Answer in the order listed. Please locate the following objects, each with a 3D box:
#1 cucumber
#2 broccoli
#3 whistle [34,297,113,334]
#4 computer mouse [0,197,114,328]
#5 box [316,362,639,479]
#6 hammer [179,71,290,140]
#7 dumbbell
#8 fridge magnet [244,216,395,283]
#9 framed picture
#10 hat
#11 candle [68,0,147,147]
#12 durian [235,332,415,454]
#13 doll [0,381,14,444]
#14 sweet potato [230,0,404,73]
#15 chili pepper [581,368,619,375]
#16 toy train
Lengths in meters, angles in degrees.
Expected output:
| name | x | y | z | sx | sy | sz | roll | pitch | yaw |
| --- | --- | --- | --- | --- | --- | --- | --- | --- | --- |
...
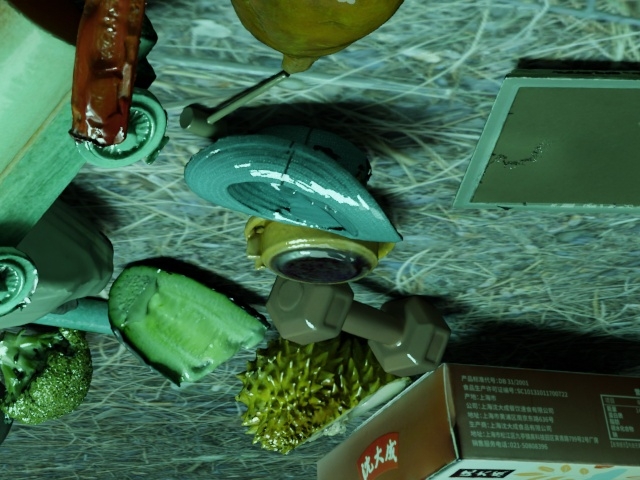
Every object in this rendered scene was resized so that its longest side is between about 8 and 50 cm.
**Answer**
| name | x | y | z | sx | sy | sz | roll | pitch | yaw |
| --- | --- | --- | --- | --- | --- | --- | --- | --- | --- |
| cucumber | -0.152 | 0.084 | 1.532 | 0.115 | 0.086 | 0.193 | -49 | 146 | 2 |
| broccoli | -0.321 | 0.148 | 1.650 | 0.120 | 0.130 | 0.131 | 38 | 155 | -17 |
| whistle | -0.237 | 0.086 | 1.593 | 0.186 | 0.039 | 0.039 | 12 | 156 | -28 |
| computer mouse | -0.354 | -0.001 | 1.223 | 0.228 | 0.146 | 0.429 | -19 | 165 | 26 |
| box | 0.241 | 0.278 | 1.771 | 0.385 | 0.122 | 0.344 | 6 | 151 | -25 |
| hammer | -0.062 | -0.108 | 1.111 | 0.035 | 0.019 | 0.110 | 18 | 148 | -40 |
| dumbbell | 0.042 | 0.084 | 1.524 | 0.082 | 0.092 | 0.231 | 19 | 178 | 44 |
| fridge magnet | 0.000 | 0.000 | 1.327 | 0.143 | 0.063 | 0.143 | 3 | 158 | 1 |
| framed picture | 0.232 | -0.078 | 1.187 | 0.216 | 0.016 | 0.273 | 1 | 160 | -4 |
| hat | -0.014 | -0.055 | 1.171 | 0.190 | 0.078 | 0.138 | 14 | 164 | 17 |
| candle | -0.122 | -0.134 | 0.879 | 0.048 | 0.162 | 0.053 | 22 | -156 | 21 |
| durian | 0.001 | 0.164 | 1.676 | 0.183 | 0.138 | 0.249 | -45 | 161 | 11 |
| doll | -0.570 | 0.229 | 1.693 | 0.382 | 0.252 | 0.379 | 5 | 160 | 4 |
| sweet potato | 0.006 | -0.170 | 0.816 | 0.112 | 0.112 | 0.359 | 3 | 162 | -9 |
| chili pepper | 0.347 | 0.203 | 1.871 | 0.204 | 0.073 | 0.072 | -19 | 138 | 39 |
| toy train | -0.234 | -0.061 | 0.972 | 0.285 | 0.116 | 0.177 | -46 | 141 | 19 |
